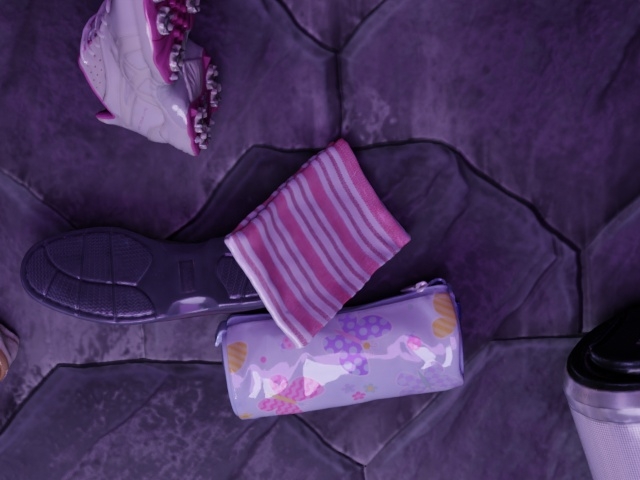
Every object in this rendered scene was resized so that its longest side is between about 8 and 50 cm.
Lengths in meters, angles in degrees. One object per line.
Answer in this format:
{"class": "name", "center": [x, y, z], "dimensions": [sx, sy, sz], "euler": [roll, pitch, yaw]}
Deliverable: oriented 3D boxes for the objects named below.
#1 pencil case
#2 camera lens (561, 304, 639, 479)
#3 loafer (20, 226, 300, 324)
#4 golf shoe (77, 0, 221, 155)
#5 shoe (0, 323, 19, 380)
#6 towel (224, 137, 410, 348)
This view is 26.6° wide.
{"class": "pencil case", "center": [0.025, 0.121, 1.485], "dimensions": [0.273, 0.113, 0.124], "euler": [-11, 125, 3]}
{"class": "camera lens", "center": [0.397, 0.216, 1.469], "dimensions": [0.219, 0.219, 0.274], "euler": [-19, 107, 5]}
{"class": "loafer", "center": [-0.168, 0.048, 1.471], "dimensions": [0.302, 0.095, 0.109], "euler": [-1, 72, 1]}
{"class": "golf shoe", "center": [-0.185, -0.194, 1.323], "dimensions": [0.140, 0.115, 0.306], "euler": [10, 147, 11]}
{"class": "shoe", "center": [-0.431, 0.076, 1.496], "dimensions": [0.219, 0.058, 0.076], "euler": [36, 134, -8]}
{"class": "towel", "center": [0.000, 0.000, 1.430], "dimensions": [0.197, 0.029, 0.144], "euler": [-44, 106, -33]}
